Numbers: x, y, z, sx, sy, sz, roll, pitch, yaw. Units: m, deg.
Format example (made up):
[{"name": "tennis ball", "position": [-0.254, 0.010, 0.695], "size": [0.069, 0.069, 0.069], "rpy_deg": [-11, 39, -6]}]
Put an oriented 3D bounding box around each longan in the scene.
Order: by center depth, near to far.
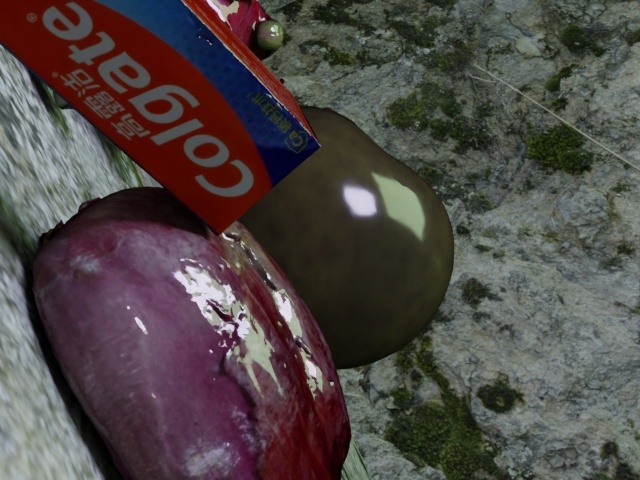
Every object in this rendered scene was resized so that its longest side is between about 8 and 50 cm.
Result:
[{"name": "longan", "position": [0.000, 0.000, 1.257], "size": [0.319, 0.318, 0.319], "rpy_deg": [64, 0, 0]}]

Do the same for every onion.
[{"name": "onion", "position": [-0.047, 0.094, 0.610], "size": [0.227, 0.120, 0.284], "rpy_deg": [-90, 155, -79]}]

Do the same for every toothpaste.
[{"name": "toothpaste", "position": [-0.130, -0.132, 0.479], "size": [0.320, 0.076, 0.066], "rpy_deg": [43, 11, -31]}]

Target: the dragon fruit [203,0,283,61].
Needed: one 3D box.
[{"name": "dragon fruit", "position": [-0.163, -0.201, 1.020], "size": [0.198, 0.272, 0.219], "rpy_deg": [-11, 86, -48]}]

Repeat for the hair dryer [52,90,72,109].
[{"name": "hair dryer", "position": [-0.218, -0.226, 0.869], "size": [0.298, 0.118, 0.296], "rpy_deg": [113, -38, -66]}]
